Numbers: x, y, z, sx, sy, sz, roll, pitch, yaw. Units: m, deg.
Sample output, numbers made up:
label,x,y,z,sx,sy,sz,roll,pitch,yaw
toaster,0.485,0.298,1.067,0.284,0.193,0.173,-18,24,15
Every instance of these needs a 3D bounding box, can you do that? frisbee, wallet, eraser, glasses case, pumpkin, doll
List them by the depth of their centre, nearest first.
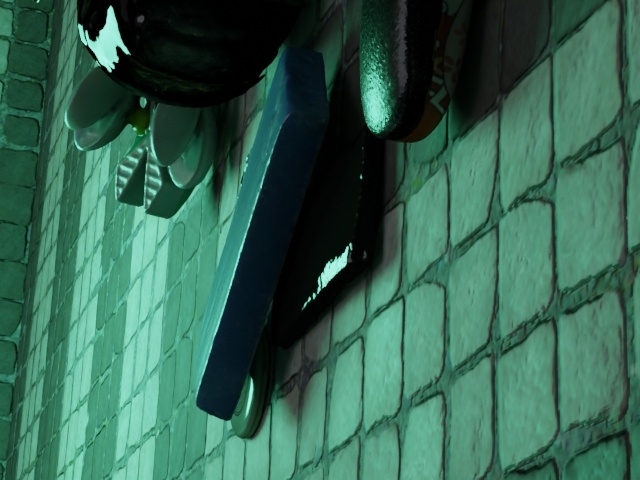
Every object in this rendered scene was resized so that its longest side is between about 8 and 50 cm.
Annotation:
label,x,y,z,sx,sy,sz,roll,pitch,yaw
glasses case,0.071,-0.201,1.177,0.103,0.067,0.266,165,113,-71
wallet,-0.001,0.000,1.392,0.244,0.025,0.124,130,148,-64
eraser,-0.055,-0.007,1.477,0.144,0.043,0.311,-93,18,-61
frisbee,-0.069,0.132,1.577,0.110,0.014,0.110,-172,90,-74
pumpkin,-0.153,-0.279,1.615,0.296,0.296,0.295,-172,90,-74
doll,-0.186,-0.159,1.866,0.195,0.153,0.258,-15,69,42
